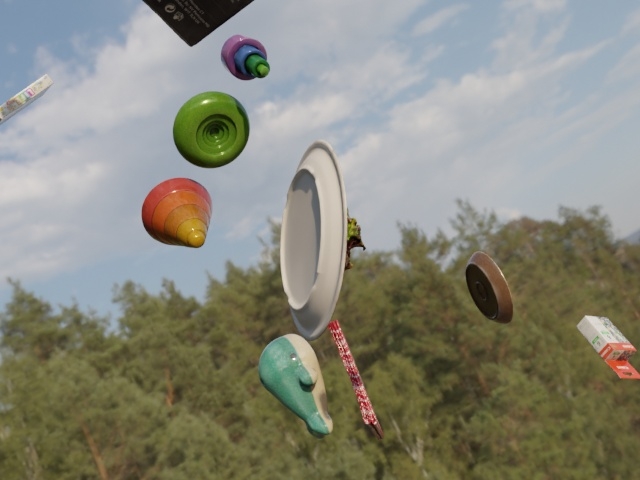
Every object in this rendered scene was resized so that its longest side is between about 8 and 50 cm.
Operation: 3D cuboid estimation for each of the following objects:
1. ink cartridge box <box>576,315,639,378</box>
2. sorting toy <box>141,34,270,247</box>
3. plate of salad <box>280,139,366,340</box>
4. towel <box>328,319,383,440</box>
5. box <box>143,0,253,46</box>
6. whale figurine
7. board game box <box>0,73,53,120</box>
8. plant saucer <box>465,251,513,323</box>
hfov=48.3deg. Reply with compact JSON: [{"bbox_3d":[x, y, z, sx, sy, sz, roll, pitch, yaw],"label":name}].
[{"bbox_3d":[0.480,0.174,1.170,0.062,0.115,0.029,7,-55,-33],"label":"ink cartridge box"},{"bbox_3d":[-0.160,-0.131,1.103,0.127,0.126,0.366,15,-72,-33],"label":"sorting toy"},{"bbox_3d":[0.000,0.000,0.718,0.048,0.200,0.200,4,-22,-19],"label":"plate of salad"},{"bbox_3d":[0.085,0.339,1.737,0.031,0.275,0.199,-22,-27,0],"label":"towel"},{"bbox_3d":[-0.090,-0.275,0.589,0.158,0.156,0.093,-32,-36,14],"label":"box"},{"bbox_3d":[-0.065,0.374,1.793,0.141,0.272,0.216,-18,-16,-20],"label":"whale figurine"},{"bbox_3d":[-0.708,-0.326,1.681,0.154,0.026,0.103,-47,19,-29],"label":"board game box"},{"bbox_3d":[0.361,0.107,1.557,0.029,0.169,0.168,-20,-13,-13],"label":"plant saucer"}]
